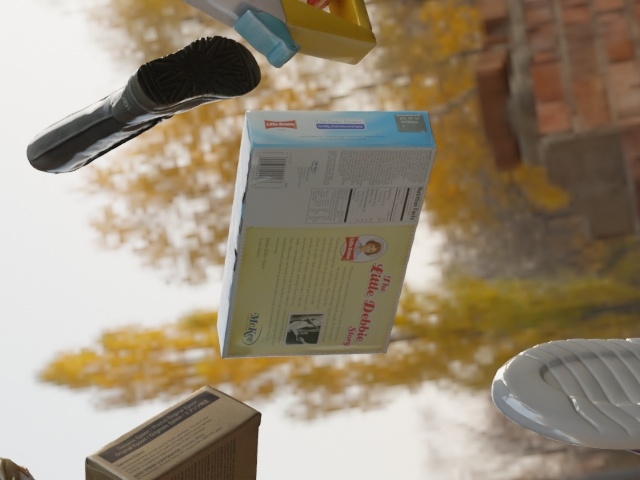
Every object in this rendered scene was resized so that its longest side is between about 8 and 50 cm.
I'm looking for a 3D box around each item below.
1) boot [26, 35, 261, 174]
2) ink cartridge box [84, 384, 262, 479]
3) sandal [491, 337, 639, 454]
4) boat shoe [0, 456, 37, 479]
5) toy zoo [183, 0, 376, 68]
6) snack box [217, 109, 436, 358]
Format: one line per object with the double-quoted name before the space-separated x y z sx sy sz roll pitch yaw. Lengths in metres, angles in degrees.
"boot" -0.188 -0.137 1.886 0.190 0.208 0.076 -13 -105 -42
"ink cartridge box" -0.163 0.305 1.956 0.193 0.088 0.234 -29 -47 -44
"sandal" 0.355 0.178 1.876 0.169 0.416 0.102 43 128 45
"boat shoe" -0.470 0.438 2.466 0.103 0.113 0.302 53 -149 -35
"toy zoo" -0.056 -0.245 1.367 0.192 0.030 0.293 17 -135 -37
"snack box" 0.000 0.000 1.850 0.322 0.187 0.060 101 164 -45
